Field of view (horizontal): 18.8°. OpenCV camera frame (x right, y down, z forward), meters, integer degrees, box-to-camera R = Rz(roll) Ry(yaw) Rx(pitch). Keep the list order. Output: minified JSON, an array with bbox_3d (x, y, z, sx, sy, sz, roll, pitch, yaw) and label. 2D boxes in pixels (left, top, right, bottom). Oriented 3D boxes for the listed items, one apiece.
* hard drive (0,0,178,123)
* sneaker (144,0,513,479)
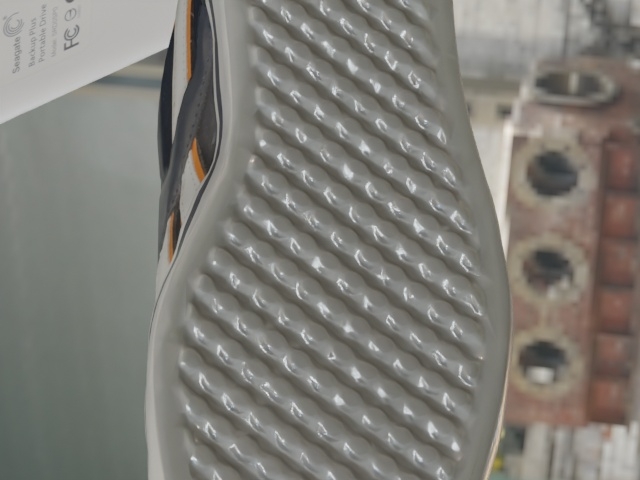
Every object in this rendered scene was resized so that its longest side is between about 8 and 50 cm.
[{"bbox_3d":[-0.069,-0.173,0.859,0.319,0.040,0.210,-29,-33,-33],"label":"hard drive"},{"bbox_3d":[0.000,0.000,0.706,0.127,0.126,0.321,109,166,-65],"label":"sneaker"}]
